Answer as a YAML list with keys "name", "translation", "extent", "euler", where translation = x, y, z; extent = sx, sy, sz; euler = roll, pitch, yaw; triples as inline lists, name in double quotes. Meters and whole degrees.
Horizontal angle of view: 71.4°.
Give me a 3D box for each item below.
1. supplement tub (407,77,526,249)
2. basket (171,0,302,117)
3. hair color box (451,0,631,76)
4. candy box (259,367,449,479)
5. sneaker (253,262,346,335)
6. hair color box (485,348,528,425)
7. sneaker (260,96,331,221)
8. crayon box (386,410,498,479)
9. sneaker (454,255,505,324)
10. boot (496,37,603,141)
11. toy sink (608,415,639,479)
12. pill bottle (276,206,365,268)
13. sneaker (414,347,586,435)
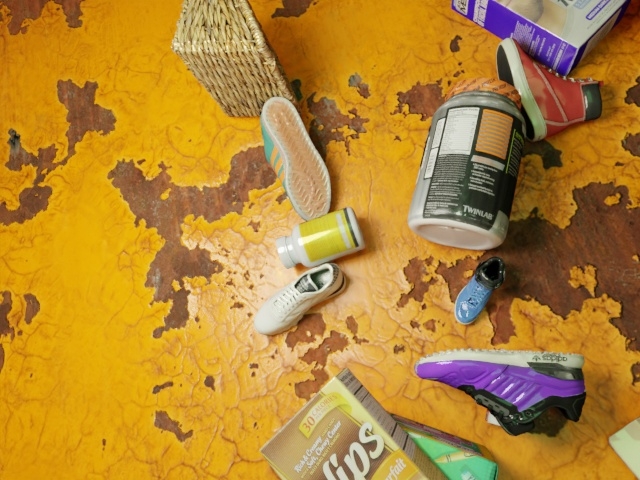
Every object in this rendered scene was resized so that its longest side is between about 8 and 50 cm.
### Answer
- name: "supplement tub"
  translation: [0.304, -0.154, 0.913]
  extent: [0.194, 0.193, 0.315]
  euler: [13, 78, 16]
- name: "basket"
  translation: [-0.160, -0.447, 1.049]
  extent: [0.223, 0.299, 0.213]
  euler: [6, 75, 17]
- name: "hair color box"
  translation: [0.493, -0.554, 1.025]
  extent: [0.185, 0.110, 0.339]
  euler: [-46, 68, -2]
- name: "candy box"
  translation: [0.078, 0.385, 0.701]
  extent: [0.183, 0.087, 0.316]
  euler: [-46, 76, 7]
- name: "sneaker"
  translation: [-0.056, 0.123, 0.976]
  extent: [0.235, 0.095, 0.090]
  euler: [-37, 72, 3]
- name: "hair color box"
  translation: [0.367, 0.286, 0.857]
  extent: [0.072, 0.043, 0.141]
  euler: [13, 77, 17]
- name: "sneaker"
  translation: [-0.062, -0.182, 1.066]
  extent: [0.108, 0.121, 0.302]
  euler: [-20, 89, -15]
- name: "crayon box"
  translation: [0.163, 0.380, 0.814]
  extent: [0.279, 0.165, 0.081]
  euler: [14, 79, 17]
- name: "sneaker"
  translation: [0.320, 0.098, 0.897]
  extent: [0.058, 0.084, 0.152]
  euler: [34, 85, 19]
- name: "boot"
  translation: [0.506, -0.356, 0.980]
  extent: [0.176, 0.088, 0.244]
  euler: [-20, 79, 7]
- name: "toy sink"
  translation: [0.628, 0.323, 0.721]
  extent: [0.234, 0.131, 0.152]
  euler: [-35, 56, 3]
- name: "pill bottle"
  translation: [0.000, 0.000, 0.991]
  extent: [0.184, 0.103, 0.103]
  euler: [-19, 72, 7]
- name: "sneaker"
  translation: [0.317, 0.270, 0.796]
  extent: [0.294, 0.102, 0.146]
  euler: [-2, 74, 15]
